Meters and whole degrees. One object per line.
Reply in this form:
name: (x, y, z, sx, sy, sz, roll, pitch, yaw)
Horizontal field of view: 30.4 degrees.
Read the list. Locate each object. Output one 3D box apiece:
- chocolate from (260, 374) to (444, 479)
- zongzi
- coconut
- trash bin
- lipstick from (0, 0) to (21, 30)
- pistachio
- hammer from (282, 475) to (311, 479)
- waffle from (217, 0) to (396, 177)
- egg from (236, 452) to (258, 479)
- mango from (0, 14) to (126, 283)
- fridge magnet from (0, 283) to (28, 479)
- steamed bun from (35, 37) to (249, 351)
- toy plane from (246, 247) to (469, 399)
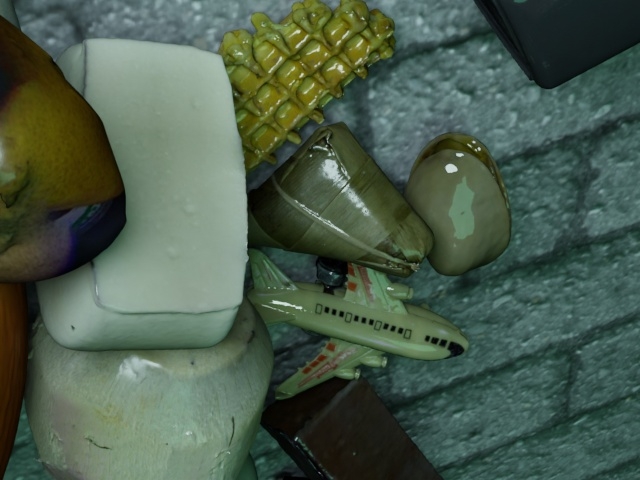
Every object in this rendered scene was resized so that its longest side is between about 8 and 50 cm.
chocolate: (0.064, 0.268, 1.324, 0.112, 0.112, 0.321, -47, 118, -15)
zongzi: (0.000, 0.000, 1.089, 0.176, 0.160, 0.078, -41, 177, 16)
coconut: (-0.159, 0.136, 1.070, 0.227, 0.227, 0.230, -1, 133, -28)
trash bin: (0.252, -0.272, 0.942, 0.290, 0.209, 0.182, -31, 138, 7)
lipstick: (-0.248, -0.171, 0.864, 0.063, 0.057, 0.186, -20, 141, -14)
pistachio: (0.133, -0.035, 1.154, 0.113, 0.113, 0.149, -17, 136, -15)
hammer: (-0.010, 0.451, 1.542, 0.242, 0.095, 0.409, 3, 132, -31)
waffle: (-0.019, -0.132, 1.028, 0.192, 0.046, 0.161, -18, 133, -14)
egg: (-0.143, 0.280, 1.252, 0.149, 0.149, 0.192, 8, 121, -34)
mango: (-0.263, -0.074, 0.788, 0.152, 0.287, 0.201, -22, 137, -58)
fridge magnet: (-0.323, 0.162, 0.922, 0.155, 0.364, 0.364, 18, 121, -10)
steamed bun: (-0.148, -0.029, 0.933, 0.146, 0.242, 0.164, 2, 162, -27)
toy plane: (0.033, 0.075, 1.198, 0.244, 0.092, 0.229, 10, 121, -13)
